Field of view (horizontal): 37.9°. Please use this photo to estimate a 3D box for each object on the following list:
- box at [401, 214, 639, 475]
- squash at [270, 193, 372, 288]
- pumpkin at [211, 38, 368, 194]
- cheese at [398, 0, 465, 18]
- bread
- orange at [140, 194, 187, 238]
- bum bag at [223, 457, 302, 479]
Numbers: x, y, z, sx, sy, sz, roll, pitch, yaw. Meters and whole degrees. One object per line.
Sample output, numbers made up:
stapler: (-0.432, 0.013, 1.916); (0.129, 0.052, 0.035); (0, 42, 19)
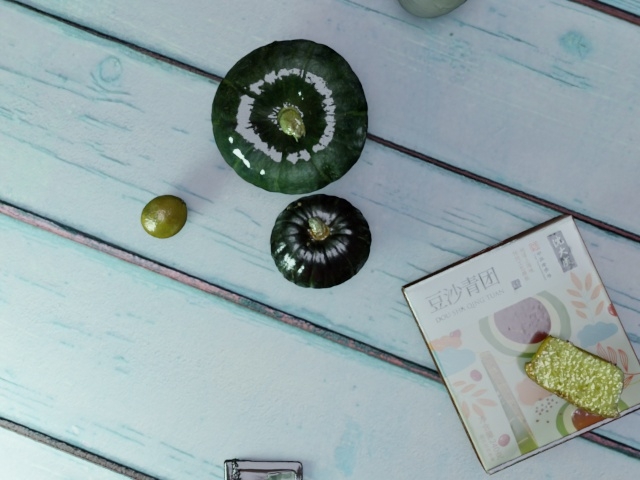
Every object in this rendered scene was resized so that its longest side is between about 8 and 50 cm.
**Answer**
box: (0.389, 0.195, 1.775); (0.344, 0.122, 0.385); (-25, 89, 2)
squash: (0.001, 0.002, 1.779); (0.193, 0.156, 0.193); (3, 80, -20)
pumpkin: (-0.060, -0.230, 1.751); (0.300, 0.207, 0.300); (1, 99, 6)
cheese: (0.221, -0.513, 1.746); (0.154, 0.198, 0.189); (33, 132, -30)
bread: (0.462, 0.244, 1.680); (0.187, 0.065, 0.103); (24, 89, 3)
orange: (-0.305, -0.049, 1.825); (0.095, 0.085, 0.085); (-39, 89, 5)
bum bag: (-0.114, 0.489, 1.855); (0.159, 0.026, 0.109); (2, 91, -3)
